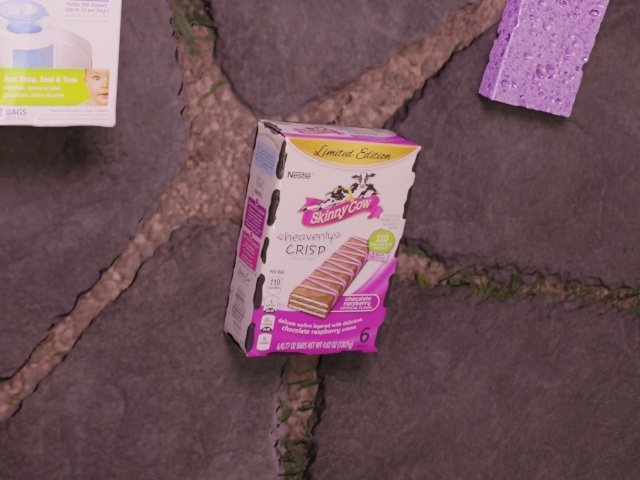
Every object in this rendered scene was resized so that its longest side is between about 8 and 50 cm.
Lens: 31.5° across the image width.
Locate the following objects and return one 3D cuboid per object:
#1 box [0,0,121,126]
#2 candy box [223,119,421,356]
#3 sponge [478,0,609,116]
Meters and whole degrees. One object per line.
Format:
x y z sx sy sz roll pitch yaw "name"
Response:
-0.232 -0.204 0.939 0.114 0.103 0.203 -3 111 -28 "box"
0.000 0.000 1.169 0.159 0.071 0.233 1 109 -28 "candy box"
0.253 -0.246 1.232 0.117 0.031 0.210 8 106 -31 "sponge"
